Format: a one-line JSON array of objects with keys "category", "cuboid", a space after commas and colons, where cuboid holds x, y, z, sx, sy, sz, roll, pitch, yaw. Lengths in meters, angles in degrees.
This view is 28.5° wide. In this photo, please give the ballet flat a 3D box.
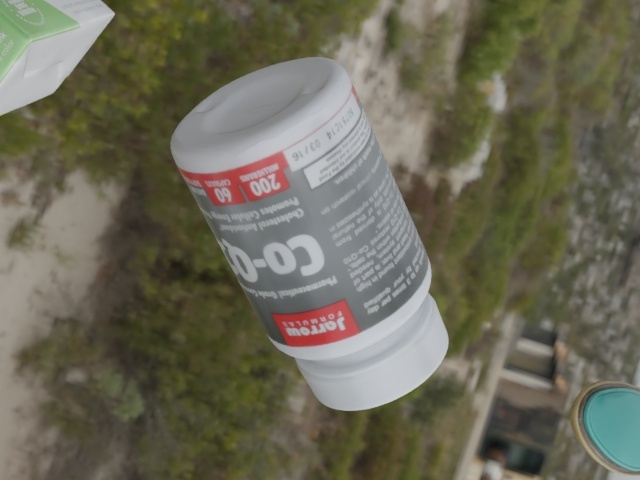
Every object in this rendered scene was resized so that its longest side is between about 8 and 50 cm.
[{"category": "ballet flat", "cuboid": [0.290, 0.178, 1.148, 0.073, 0.232, 0.080, 6, -103, 55]}]

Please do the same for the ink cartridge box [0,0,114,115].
[{"category": "ink cartridge box", "cuboid": [-0.392, -0.281, 1.194, 0.119, 0.353, 0.207, -47, -178, 21]}]

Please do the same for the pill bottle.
[{"category": "pill bottle", "cuboid": [0.000, 0.000, 1.093, 0.283, 0.161, 0.161, 64, 30, -26]}]
